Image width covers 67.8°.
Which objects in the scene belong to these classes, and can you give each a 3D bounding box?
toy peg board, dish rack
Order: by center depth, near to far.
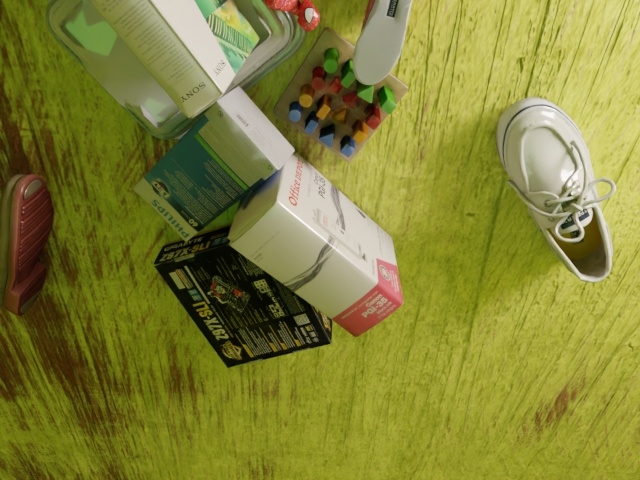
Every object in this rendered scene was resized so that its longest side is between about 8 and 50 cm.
[{"bbox_3d":[-0.219,-0.315,0.700,0.333,0.072,0.285,-30,119,23],"label":"dish rack"},{"bbox_3d":[0.029,-0.213,0.754,0.161,0.079,0.160,30,121,-17],"label":"toy peg board"}]

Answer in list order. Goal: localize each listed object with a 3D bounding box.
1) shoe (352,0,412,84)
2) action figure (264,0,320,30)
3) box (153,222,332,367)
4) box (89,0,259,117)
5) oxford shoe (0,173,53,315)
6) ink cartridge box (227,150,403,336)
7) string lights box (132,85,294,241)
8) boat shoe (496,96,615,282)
[{"bbox_3d":[0.092,-0.311,0.669,0.064,0.081,0.177,16,115,-3],"label":"shoe"},{"bbox_3d":[-0.057,-0.405,0.587,0.139,0.091,0.280,-12,122,38],"label":"action figure"},{"bbox_3d":[-0.146,0.116,0.995,0.257,0.079,0.322,-16,123,15],"label":"box"},{"bbox_3d":[-0.198,-0.314,0.513,0.059,0.232,0.322,-25,121,21],"label":"box"},{"bbox_3d":[-0.610,0.006,0.914,0.130,0.123,0.348,25,122,-8],"label":"oxford shoe"},{"bbox_3d":[0.000,0.000,0.826,0.283,0.207,0.117,39,117,-22],"label":"ink cartridge box"},{"bbox_3d":[-0.183,-0.116,0.790,0.260,0.076,0.133,-31,109,36],"label":"string lights box"},{"bbox_3d":[0.408,-0.060,0.797,0.136,0.156,0.367,-24,121,18],"label":"boat shoe"}]
